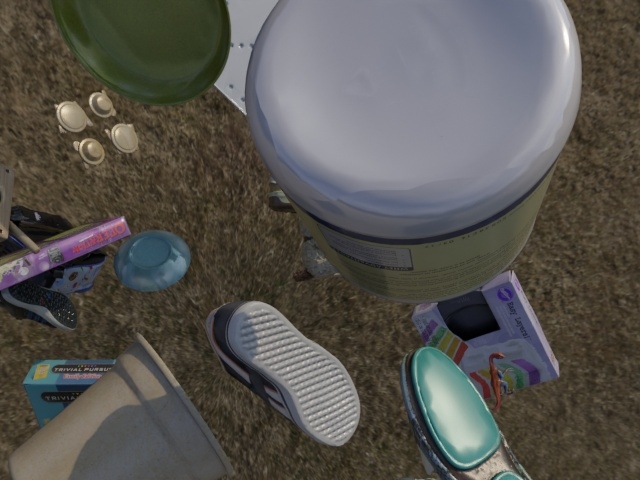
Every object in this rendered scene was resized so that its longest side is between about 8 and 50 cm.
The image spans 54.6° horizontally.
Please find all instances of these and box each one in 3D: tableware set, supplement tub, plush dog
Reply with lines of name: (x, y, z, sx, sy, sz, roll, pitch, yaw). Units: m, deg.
tableware set: (-0.451, -0.227, 1.255, 0.168, 0.020, 0.141, -39, 108, -49)
supplement tub: (0.086, -0.074, 0.562, 0.235, 0.325, 0.236, -3, 72, 10)
plush dog: (0.000, 0.000, 1.902, 0.210, 0.262, 0.226, -10, 81, -8)

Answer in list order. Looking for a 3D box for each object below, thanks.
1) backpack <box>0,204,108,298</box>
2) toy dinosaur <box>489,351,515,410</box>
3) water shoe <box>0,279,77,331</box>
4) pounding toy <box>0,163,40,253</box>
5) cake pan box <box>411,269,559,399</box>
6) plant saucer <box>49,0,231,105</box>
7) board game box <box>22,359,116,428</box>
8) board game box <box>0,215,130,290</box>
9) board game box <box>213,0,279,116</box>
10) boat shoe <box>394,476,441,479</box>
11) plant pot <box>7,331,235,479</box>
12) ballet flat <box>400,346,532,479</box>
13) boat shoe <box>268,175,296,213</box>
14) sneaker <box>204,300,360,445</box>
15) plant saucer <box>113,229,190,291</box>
backpack: (-0.737, 0.058, 1.703, 0.276, 0.263, 0.213, 39, 110, 17)
toy dinosaur: (0.332, 0.253, 1.152, 0.082, 0.047, 0.090, 61, 35, -18)
water shoe: (-0.601, 0.137, 1.308, 0.080, 0.203, 0.073, -15, 54, 18)
pounding toy: (-0.470, -0.037, 0.852, 0.141, 0.100, 0.130, -17, 64, 22)
cake pan box: (0.367, 0.221, 1.397, 0.245, 0.070, 0.267, -23, 101, 22)
plant saucer: (-0.221, -0.287, 0.778, 0.240, 0.241, 0.037, 24, 41, -3)
board game box: (-0.506, 0.424, 1.439, 0.253, 0.079, 0.336, -1, 122, 1)
board game box: (-0.574, 0.039, 1.226, 0.346, 0.208, 0.056, -29, 102, -38)
board game box: (-0.072, -0.440, 1.443, 0.390, 0.050, 0.390, 43, 75, -12)
boat shoe: (0.171, 0.357, 0.639, 0.099, 0.319, 0.116, 35, 90, -31)
plant pot: (-0.380, 0.397, 1.158, 0.305, 0.334, 0.334, -34, 86, -21)
ballet flat: (0.106, 0.165, 0.432, 0.070, 0.070, 0.188, -25, 61, -12)
boat shoe: (0.030, -0.070, 0.782, 0.189, 0.068, 0.072, 3, 84, -16)
sneaker: (-0.059, 0.209, 1.012, 0.126, 0.127, 0.321, -52, 120, -27)
plant saucer: (-0.431, 0.039, 1.583, 0.194, 0.037, 0.195, 3, 54, -4)
